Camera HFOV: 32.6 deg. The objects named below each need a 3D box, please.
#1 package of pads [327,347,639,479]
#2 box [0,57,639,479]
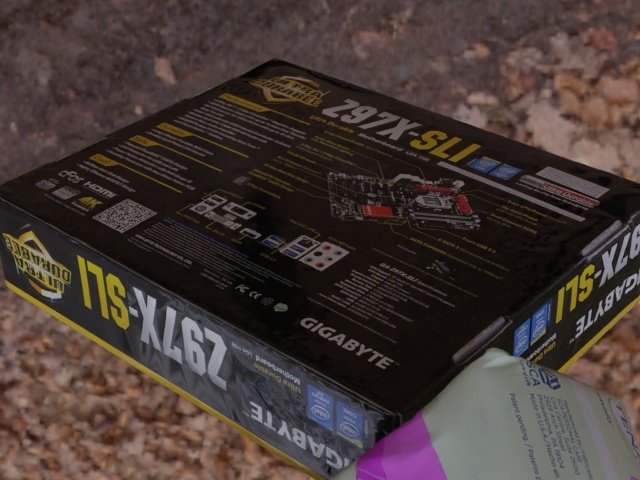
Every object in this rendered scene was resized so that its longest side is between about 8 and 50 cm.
[{"bbox_3d":[0.022,0.219,0.408,0.101,0.229,0.296,22,128,-33],"label":"package of pads"},{"bbox_3d":[0.000,0.000,0.659,0.322,0.257,0.079,24,129,34],"label":"box"}]
